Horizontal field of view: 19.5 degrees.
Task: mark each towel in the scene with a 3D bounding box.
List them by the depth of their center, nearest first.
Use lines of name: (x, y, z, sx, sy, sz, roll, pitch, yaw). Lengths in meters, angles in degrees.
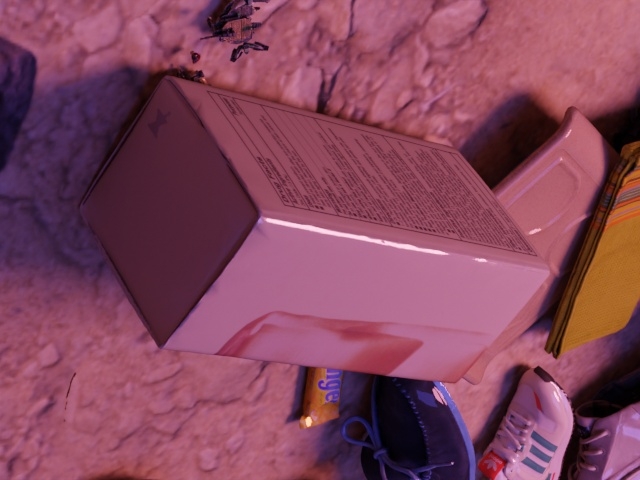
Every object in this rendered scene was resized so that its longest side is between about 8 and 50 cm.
towel: (0.264, 0.003, 1.593, 0.102, 0.021, 0.237, -16, 139, -32)

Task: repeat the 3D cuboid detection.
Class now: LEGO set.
LEGO set: (-0.065, -0.138, 1.256, 0.083, 0.023, 0.054, -33, 139, 10)

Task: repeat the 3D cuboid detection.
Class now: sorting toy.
sorting toy: (0.184, 0.021, 1.590, 0.229, 0.041, 0.307, -46, 147, 6)

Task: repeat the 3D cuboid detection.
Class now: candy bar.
candy bar: (0.008, 0.089, 1.516, 0.040, 0.018, 0.161, -16, 134, -29)

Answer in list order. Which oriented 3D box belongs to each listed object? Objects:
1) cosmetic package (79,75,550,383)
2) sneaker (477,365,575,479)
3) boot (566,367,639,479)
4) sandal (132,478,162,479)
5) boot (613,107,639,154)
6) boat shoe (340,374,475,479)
cosmetic package: (0.000, 0.000, 1.319, 0.296, 0.153, 0.129, 12, 125, -43)
sneaker: (0.185, 0.188, 1.719, 0.075, 0.057, 0.161, -27, 141, -26)
boot: (0.271, 0.207, 1.800, 0.258, 0.095, 0.123, -37, 116, 6)
sandal: (-0.209, 0.376, 1.527, 0.169, 0.102, 0.416, -3, 126, -38)
boot: (0.310, -0.091, 1.585, 0.099, 0.045, 0.121, -50, 135, 7)
boat shoe: (0.080, 0.192, 1.601, 0.089, 0.109, 0.258, -29, 137, -11)
